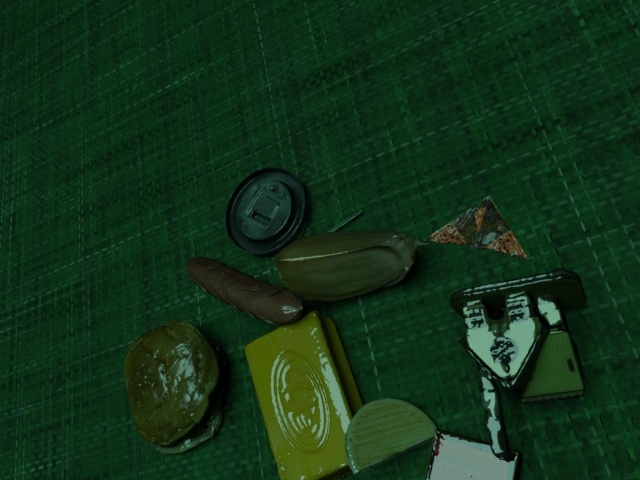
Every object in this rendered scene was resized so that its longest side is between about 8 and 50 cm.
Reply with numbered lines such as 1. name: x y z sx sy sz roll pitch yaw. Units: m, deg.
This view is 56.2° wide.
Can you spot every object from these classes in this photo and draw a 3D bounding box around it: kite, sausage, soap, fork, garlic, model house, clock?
1. kite: 0.333 -0.037 1.235 0.222 0.008 0.125 12 77 30
2. sausage: -0.181 0.111 1.356 0.433 0.088 0.088 16 79 47
3. soap: -0.025 0.331 1.231 0.204 0.096 0.324 -29 61 15
4. fork: 0.001 0.001 1.387 0.235 0.021 0.039 -33 64 11
5. garlic: 0.080 0.047 1.230 0.338 0.196 0.151 -5 85 23
6. model house: 0.359 0.219 1.008 0.218 0.205 0.279 -16 64 23
7. clock: -0.129 -0.068 1.463 0.226 0.049 0.226 -9 68 23

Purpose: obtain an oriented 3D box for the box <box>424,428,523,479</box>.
1. box: 0.254 0.471 1.049 0.153 0.074 0.240 9 76 25

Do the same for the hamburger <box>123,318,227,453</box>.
1. hamburger: -0.341 0.330 1.374 0.265 0.134 0.285 -30 58 12

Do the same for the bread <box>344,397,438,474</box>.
1. bread: 0.118 0.356 1.127 0.193 0.036 0.112 -15 56 -27
